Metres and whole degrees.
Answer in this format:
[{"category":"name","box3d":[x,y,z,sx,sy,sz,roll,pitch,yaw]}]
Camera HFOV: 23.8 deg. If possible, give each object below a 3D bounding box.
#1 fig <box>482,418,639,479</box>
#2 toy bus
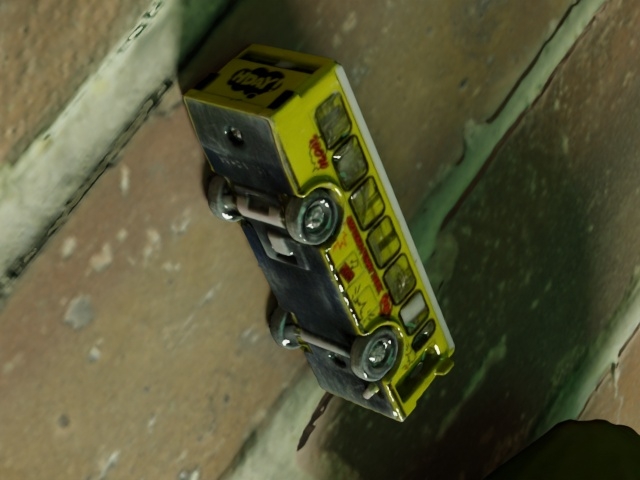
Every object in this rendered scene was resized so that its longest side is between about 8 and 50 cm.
[{"category":"fig","box3d":[0.180,0.276,0.996,0.316,0.316,0.316,-20,120,-39]},{"category":"toy bus","box3d":[0.000,0.000,0.841,0.074,0.081,0.226,-47,131,-27]}]
